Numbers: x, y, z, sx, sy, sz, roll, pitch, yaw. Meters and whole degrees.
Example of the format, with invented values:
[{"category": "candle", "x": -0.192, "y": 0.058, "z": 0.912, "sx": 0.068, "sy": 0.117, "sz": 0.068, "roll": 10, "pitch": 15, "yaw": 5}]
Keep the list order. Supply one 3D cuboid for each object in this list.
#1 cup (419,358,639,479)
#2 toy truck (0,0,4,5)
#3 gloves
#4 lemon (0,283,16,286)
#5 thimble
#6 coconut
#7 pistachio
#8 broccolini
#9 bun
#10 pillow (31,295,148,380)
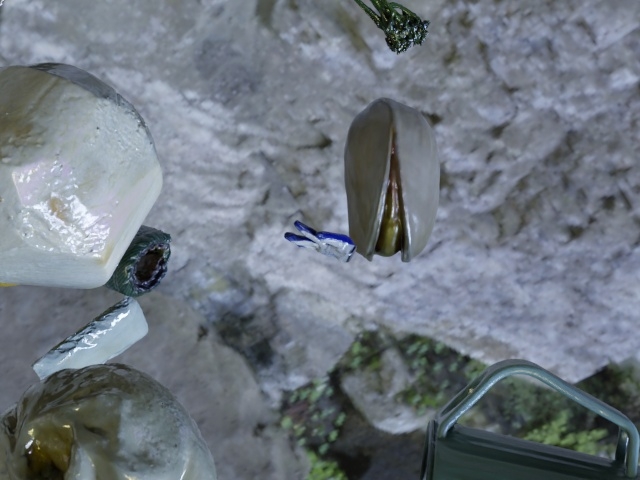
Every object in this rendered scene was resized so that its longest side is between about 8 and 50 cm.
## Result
[{"category": "cup", "x": 0.313, "y": 0.403, "z": 1.462, "sx": 0.393, "sy": 0.400, "sz": 0.310, "roll": 7, "pitch": 30, "yaw": 5}, {"category": "toy truck", "x": -0.504, "y": -0.416, "z": 1.446, "sx": 0.136, "sy": 0.305, "sz": 0.162, "roll": 36, "pitch": 1, "yaw": 43}, {"category": "gloves", "x": 0.000, "y": 0.000, "z": 1.196, "sx": 0.086, "sy": 0.064, "sz": 0.026, "roll": 16, "pitch": 71, "yaw": 5}, {"category": "lemon", "x": -0.586, "y": -0.033, "z": 1.900, "sx": 0.233, "sy": 0.234, "sz": 0.288, "roll": 45, "pitch": 41, "yaw": -18}, {"category": "thimble", "x": -0.336, "y": 0.036, "z": 1.813, "sx": 0.090, "sy": 0.118, "sz": 0.135, "roll": 18, "pitch": 28, "yaw": 25}, {"category": "coconut", "x": -0.280, "y": -0.053, "z": 1.015, "sx": 0.241, "sy": 0.241, "sz": 0.241, "roll": 33, "pitch": 39, "yaw": -32}, {"category": "pistachio", "x": 0.125, "y": -0.105, "z": 1.741, "sx": 0.197, "sy": 0.166, "sz": 0.287, "roll": 101, "pitch": -14, "yaw": -80}, {"category": "broccolini", "x": 0.084, "y": -0.370, "z": 1.598, "sx": 0.201, "sy": 0.074, "sz": 0.058, "roll": 34, "pitch": 9, "yaw": -24}, {"category": "bun", "x": -0.341, "y": 0.361, "z": 1.514, "sx": 0.365, "sy": 0.365, "sz": 0.219, "roll": 63, "pitch": 16, "yaw": 10}, {"category": "pillow", "x": -0.426, "y": 0.199, "z": 1.897, "sx": 0.051, "sy": 0.229, "sz": 0.128, "roll": 42, "pitch": -17, "yaw": 35}]
